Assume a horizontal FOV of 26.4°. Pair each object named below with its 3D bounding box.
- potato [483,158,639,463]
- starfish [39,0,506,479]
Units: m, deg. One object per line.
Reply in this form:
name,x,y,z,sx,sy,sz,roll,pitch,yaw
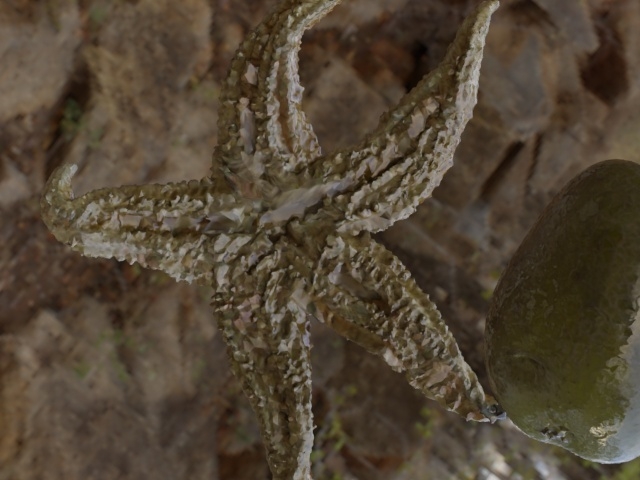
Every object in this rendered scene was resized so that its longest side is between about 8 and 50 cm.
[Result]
potato,0.221,0.049,1.062,0.159,0.174,0.251,-24,133,-68
starfish,0.000,0.001,0.813,0.299,0.302,0.060,-20,175,-2
